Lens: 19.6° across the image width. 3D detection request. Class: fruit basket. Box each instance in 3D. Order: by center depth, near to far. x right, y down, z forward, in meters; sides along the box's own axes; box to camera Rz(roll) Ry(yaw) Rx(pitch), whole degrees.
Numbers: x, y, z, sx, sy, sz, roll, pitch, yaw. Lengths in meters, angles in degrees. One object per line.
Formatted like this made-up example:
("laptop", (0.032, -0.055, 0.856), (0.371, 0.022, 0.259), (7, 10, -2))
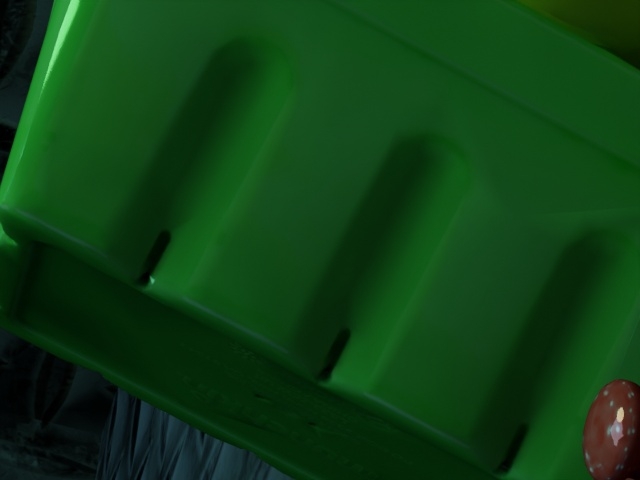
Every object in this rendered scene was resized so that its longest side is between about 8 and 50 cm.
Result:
("fruit basket", (0.062, -0.078, 0.833), (0.283, 0.392, 0.392), (127, 156, -68))

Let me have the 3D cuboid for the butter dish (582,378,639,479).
("butter dish", (0.142, 0.073, 0.598), (0.160, 0.118, 0.160), (-94, 22, -62))
